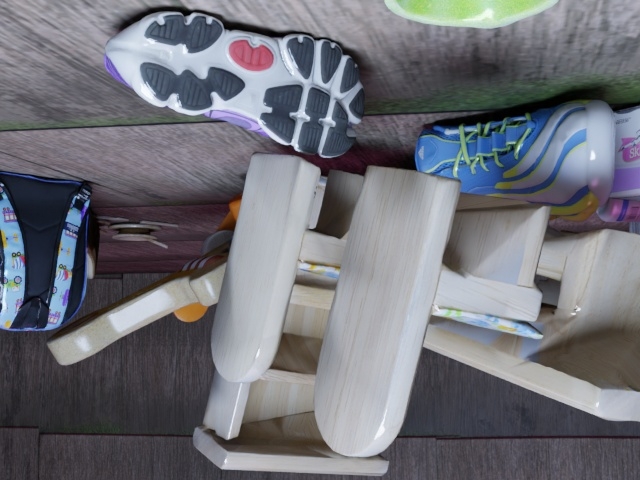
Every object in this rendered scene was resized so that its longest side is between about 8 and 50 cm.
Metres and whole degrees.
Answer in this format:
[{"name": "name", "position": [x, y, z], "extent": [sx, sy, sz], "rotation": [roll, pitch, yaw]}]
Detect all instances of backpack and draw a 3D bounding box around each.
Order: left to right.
[{"name": "backpack", "position": [-0.345, 0.015, 1.021], "extent": [0.117, 0.173, 0.158], "rotation": [-5, 173, 42]}]

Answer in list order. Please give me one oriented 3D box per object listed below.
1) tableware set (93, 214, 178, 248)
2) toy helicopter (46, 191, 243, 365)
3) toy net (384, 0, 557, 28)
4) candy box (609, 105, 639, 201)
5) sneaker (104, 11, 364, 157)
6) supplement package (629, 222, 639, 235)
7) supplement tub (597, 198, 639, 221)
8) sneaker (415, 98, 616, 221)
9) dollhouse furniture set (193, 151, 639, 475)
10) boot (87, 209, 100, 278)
[{"name": "tableware set", "position": [-0.341, -0.010, 1.452], "extent": [0.128, 0.039, 0.194], "rotation": [-4, 173, 38]}, {"name": "toy helicopter", "position": [-0.150, 0.042, 1.046], "extent": [0.355, 0.140, 0.235], "rotation": [-26, -168, -2]}, {"name": "toy net", "position": [0.126, -0.109, 0.402], "extent": [0.232, 0.045, 0.122], "rotation": [2, 174, -20]}, {"name": "candy box", "position": [0.341, -0.068, 0.693], "extent": [0.196, 0.070, 0.165], "rotation": [3, 174, -36]}, {"name": "sneaker", "position": [-0.046, -0.097, 0.534], "extent": [0.170, 0.068, 0.071], "rotation": [14, -177, -35]}, {"name": "supplement package", "position": [0.491, -0.010, 1.131], "extent": [0.179, 0.105, 0.105], "rotation": [-1, 174, 8]}, {"name": "supplement tub", "position": [0.324, -0.052, 0.868], "extent": [0.107, 0.071, 0.071], "rotation": [0, 175, 0]}, {"name": "sneaker", "position": [0.143, -0.057, 0.711], "extent": [0.126, 0.091, 0.240], "rotation": [1, 175, -1]}, {"name": "dollhouse furniture set", "position": [0.083, 0.097, 0.663], "extent": [0.362, 0.256, 0.394], "rotation": [11, -177, -32]}, {"name": "boot", "position": [-0.409, 0.001, 1.306], "extent": [0.165, 0.077, 0.213], "rotation": [1, 161, -7]}]
